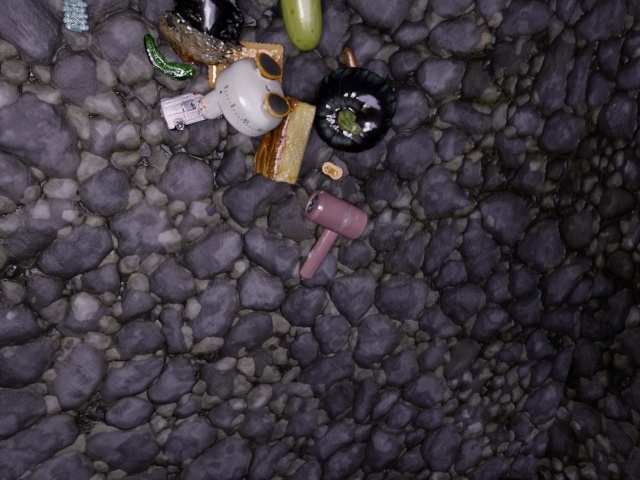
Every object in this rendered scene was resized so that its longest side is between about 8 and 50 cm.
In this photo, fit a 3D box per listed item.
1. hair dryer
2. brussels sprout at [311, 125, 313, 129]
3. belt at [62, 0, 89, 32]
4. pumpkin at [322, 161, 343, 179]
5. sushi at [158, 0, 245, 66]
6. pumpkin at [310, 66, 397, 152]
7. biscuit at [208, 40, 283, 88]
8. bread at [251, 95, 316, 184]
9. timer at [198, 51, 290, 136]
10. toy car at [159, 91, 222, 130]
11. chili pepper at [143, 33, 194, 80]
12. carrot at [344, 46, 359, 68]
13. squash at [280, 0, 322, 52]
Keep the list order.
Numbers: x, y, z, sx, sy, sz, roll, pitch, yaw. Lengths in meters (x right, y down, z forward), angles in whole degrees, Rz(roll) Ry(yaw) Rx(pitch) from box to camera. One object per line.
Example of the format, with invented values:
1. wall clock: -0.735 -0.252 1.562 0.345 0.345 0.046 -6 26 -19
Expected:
1. hair dryer: 0.000 0.000 1.982 0.211 0.125 0.352 24 103 -26
2. brussels sprout: -0.050 -0.418 1.855 0.051 0.046 0.083 -8 109 -27
3. belt: -0.692 -0.681 1.479 0.065 0.100 0.179 -5 106 -25
4. pumpkin: 0.042 -0.261 1.954 0.083 0.028 0.050 31 95 -19
5. sushi: -0.357 -0.629 1.560 0.218 0.238 0.225 -55 153 10
6. pumpkin: 0.097 -0.429 1.774 0.296 0.296 0.295 -7 109 -20
7. biscuit: -0.243 -0.573 1.733 0.250 0.030 0.160 -2 108 -21
8. bread: -0.127 -0.342 1.773 0.114 0.185 0.274 11 102 -34
9. timer: -0.230 -0.431 1.626 0.234 0.240 0.233 26 56 -46
10. toy car: -0.405 -0.424 1.685 0.210 0.089 0.108 -19 108 -12
11. chili pepper: -0.478 -0.555 1.634 0.182 0.050 0.073 35 99 -25
12. carrot: 0.130 -0.586 1.874 0.061 0.061 0.209 -31 110 -11
13. squash: -0.056 -0.736 1.701 0.133 0.132 0.246 -16 111 -17
